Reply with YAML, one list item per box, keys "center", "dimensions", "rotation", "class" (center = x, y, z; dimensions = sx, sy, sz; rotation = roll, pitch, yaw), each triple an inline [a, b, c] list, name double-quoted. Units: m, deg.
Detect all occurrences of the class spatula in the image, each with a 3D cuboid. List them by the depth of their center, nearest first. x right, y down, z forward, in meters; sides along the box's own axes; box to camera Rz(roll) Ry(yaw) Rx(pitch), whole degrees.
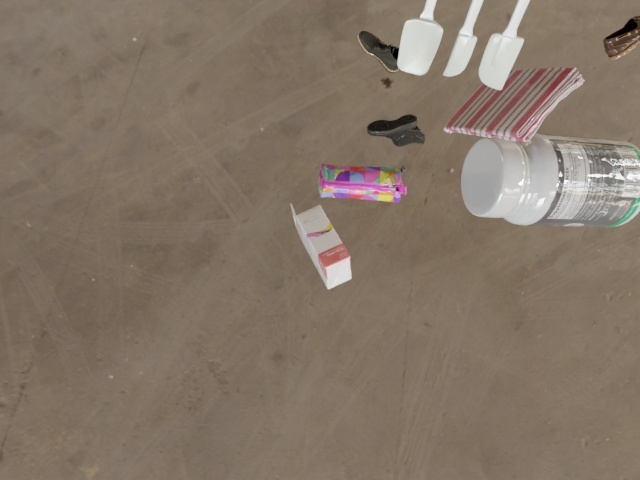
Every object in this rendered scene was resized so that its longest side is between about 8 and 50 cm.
- center: [0.207, -0.321, 0.716]
  dimensions: [0.168, 0.242, 0.019]
  rotation: [15, 49, 3]
  class: "spatula"

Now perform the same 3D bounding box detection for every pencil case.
- center: [0.111, -0.156, 1.441]
  dimensions: [0.236, 0.104, 0.105]
  rotation: [3, 66, 3]
  class: "pencil case"

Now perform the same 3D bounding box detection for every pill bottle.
- center: [0.516, -0.133, 1.191]
  dimensions: [0.360, 0.204, 0.204]
  rotation: [1, 64, -15]
  class: "pill bottle"

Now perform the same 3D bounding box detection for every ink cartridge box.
- center: [0.000, 0.000, 1.253]
  dimensions: [0.067, 0.115, 0.198]
  rotation: [-24, 61, -10]
  class: "ink cartridge box"

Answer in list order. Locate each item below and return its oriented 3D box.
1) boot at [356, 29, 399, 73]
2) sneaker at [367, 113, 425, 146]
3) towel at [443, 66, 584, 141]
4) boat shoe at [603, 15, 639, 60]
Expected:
- center: [0.226, -0.708, 1.941]
  dimensions: [0.197, 0.137, 0.077]
  rotation: [38, 90, -6]
  class: "boot"
- center: [0.202, -0.281, 1.417]
  dimensions: [0.170, 0.089, 0.051]
  rotation: [-16, 52, -13]
  class: "sneaker"
- center: [0.302, -0.218, 0.861]
  dimensions: [0.144, 0.029, 0.197]
  rotation: [-46, 27, -6]
  class: "towel"
- center: [0.922, -0.616, 1.556]
  dimensions: [0.207, 0.073, 0.073]
  rotation: [-36, 109, -1]
  class: "boat shoe"
